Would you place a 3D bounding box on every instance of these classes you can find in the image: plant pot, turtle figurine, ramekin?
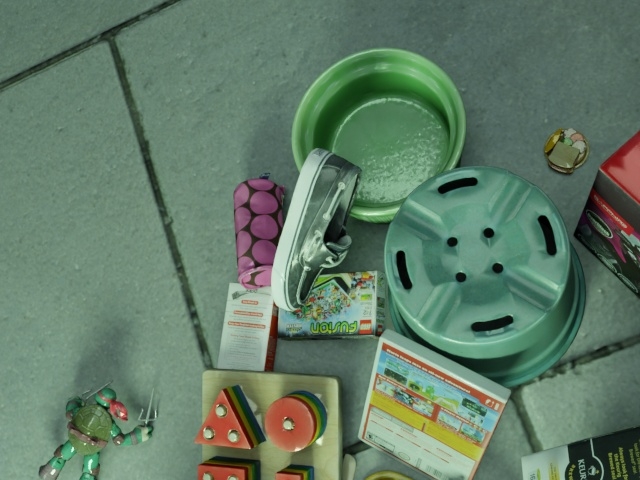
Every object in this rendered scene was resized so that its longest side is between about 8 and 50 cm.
[{"bbox_3d":[0.246,0.054,1.198,0.340,0.334,0.342,-3,77,14],"label":"plant pot"},{"bbox_3d":[-0.415,0.347,1.415,0.175,0.118,0.234,29,91,18],"label":"turtle figurine"},{"bbox_3d":[0.112,-0.174,1.381,0.303,0.148,0.304,-3,76,14],"label":"ramekin"}]

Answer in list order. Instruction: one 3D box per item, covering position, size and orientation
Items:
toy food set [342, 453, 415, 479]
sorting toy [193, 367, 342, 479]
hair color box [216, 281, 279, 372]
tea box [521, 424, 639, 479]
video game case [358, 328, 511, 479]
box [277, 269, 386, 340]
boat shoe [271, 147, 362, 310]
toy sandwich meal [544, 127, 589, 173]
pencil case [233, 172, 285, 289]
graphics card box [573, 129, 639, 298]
[{"bbox_3d":[0.113,0.452,1.275,0.217,0.071,0.128,19,82,18],"label":"toy food set"},{"bbox_3d":[-0.098,0.355,1.300,0.257,0.089,0.256,-1,89,22],"label":"sorting toy"},{"bbox_3d":[-0.128,0.165,1.413,0.093,0.053,0.167,4,80,17],"label":"hair color box"},{"bbox_3d":[0.465,0.432,0.998,0.323,0.220,0.329,-26,39,31],"label":"tea box"},{"bbox_3d":[0.167,0.277,1.213,0.204,0.285,0.025,26,48,18],"label":"video game case"},{"bbox_3d":[0.018,0.117,1.359,0.206,0.036,0.114,-7,74,34],"label":"box"},{"bbox_3d":[0.000,0.000,1.282,0.102,0.108,0.301,25,116,19],"label":"boat shoe"},{"bbox_3d":[0.433,-0.161,1.360,0.085,0.029,0.086,-3,76,13],"label":"toy sandwich meal"},{"bbox_3d":[-0.106,-0.014,1.407,0.098,0.095,0.210,2,60,-12],"label":"pencil case"},{"bbox_3d":[0.498,-0.001,1.127,0.094,0.371,0.233,-43,72,1],"label":"graphics card box"}]
